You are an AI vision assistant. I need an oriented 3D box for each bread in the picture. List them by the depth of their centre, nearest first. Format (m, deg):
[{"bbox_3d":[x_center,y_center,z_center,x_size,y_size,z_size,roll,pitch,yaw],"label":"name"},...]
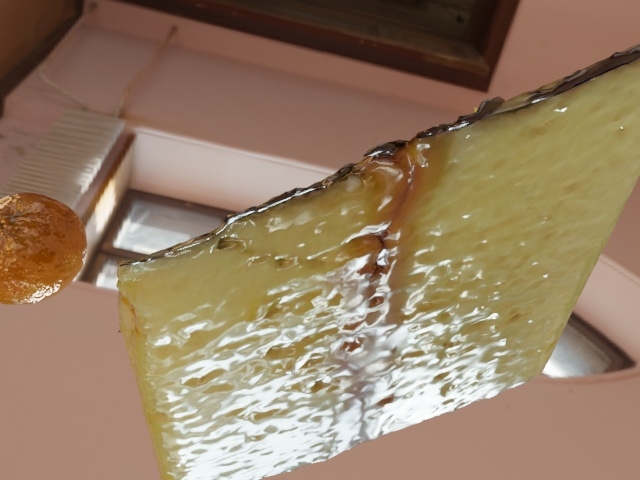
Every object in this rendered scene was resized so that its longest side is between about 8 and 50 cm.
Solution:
[{"bbox_3d":[0.000,0.000,0.551,0.405,0.345,0.242,83,-11,-48],"label":"bread"}]

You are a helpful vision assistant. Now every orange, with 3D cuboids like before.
[{"bbox_3d":[-0.334,0.007,0.875,0.117,0.135,0.136,112,-11,-65],"label":"orange"}]
